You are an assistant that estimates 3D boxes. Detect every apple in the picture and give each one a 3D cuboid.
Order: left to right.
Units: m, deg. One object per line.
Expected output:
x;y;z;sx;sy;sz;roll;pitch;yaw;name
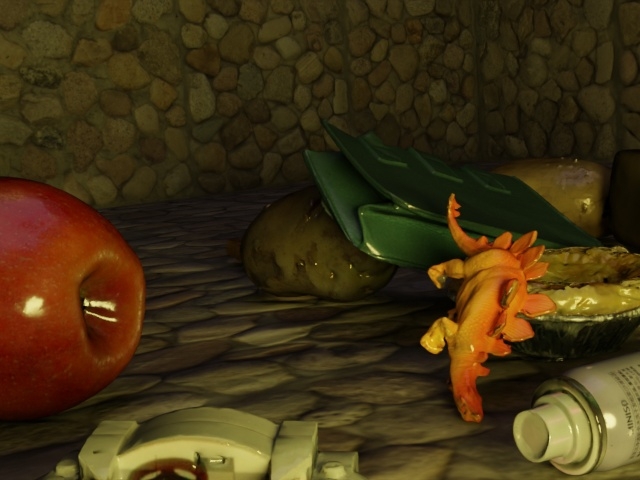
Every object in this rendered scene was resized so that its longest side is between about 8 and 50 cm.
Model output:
-0.275;0.054;0.867;0.201;0.218;0.218;1;9;25;apple

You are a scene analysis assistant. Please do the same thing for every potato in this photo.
0.000;0.000;1.301;0.262;0.165;0.165;1;9;43;potato

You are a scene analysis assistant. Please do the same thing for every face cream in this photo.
0.237;0.114;0.684;0.229;0.075;0.075;-7;9;-29;face cream

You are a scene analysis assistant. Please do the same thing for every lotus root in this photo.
0.381;-0.074;1.689;0.169;0.151;0.342;-11;13;-43;lotus root

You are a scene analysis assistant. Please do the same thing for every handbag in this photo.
0.157;-0.036;1.164;0.326;0.089;0.238;12;26;-29;handbag

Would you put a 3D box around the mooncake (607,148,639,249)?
0.578;-0.058;1.434;0.284;0.155;0.284;0;9;0;mooncake

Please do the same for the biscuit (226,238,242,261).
-0.056;0.024;1.608;0.212;0.041;0.239;2;8;-2;biscuit

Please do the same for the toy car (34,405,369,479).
-0.062;0.160;0.373;0.193;0.118;0.301;0;9;7;toy car

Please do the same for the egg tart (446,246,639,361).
0.244;0.064;0.977;0.234;0.094;0.234;-1;8;0;egg tart

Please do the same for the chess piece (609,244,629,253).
0.442;0.021;1.418;0.035;0.035;0.092;-1;4;19;chess piece

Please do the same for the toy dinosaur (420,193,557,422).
0.154;0.041;0.861;0.117;0.070;0.288;-24;34;29;toy dinosaur
